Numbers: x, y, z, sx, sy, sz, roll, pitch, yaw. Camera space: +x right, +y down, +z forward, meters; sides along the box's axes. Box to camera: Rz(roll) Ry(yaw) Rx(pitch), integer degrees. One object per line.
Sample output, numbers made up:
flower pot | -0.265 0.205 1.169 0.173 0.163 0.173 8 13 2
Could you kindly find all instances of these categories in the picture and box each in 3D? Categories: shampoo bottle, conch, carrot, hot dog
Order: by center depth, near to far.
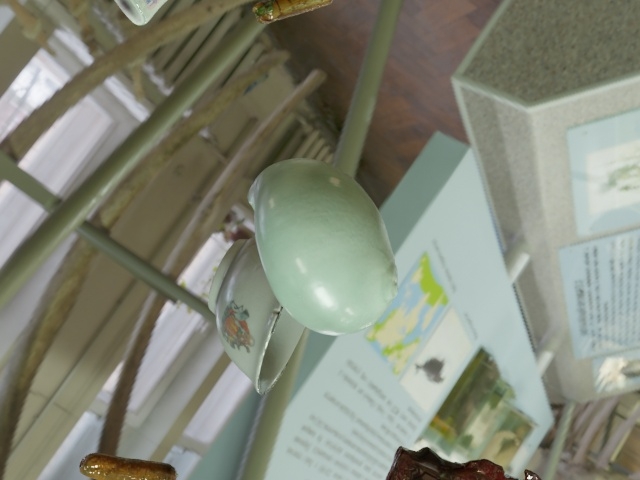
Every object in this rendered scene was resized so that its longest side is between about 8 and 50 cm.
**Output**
conch | 0.005 -0.001 0.821 0.221 0.121 0.185 -109 -6 -47
hot dog | -0.035 -0.311 1.067 0.049 0.122 0.037 4 114 61
shampoo bottle | -0.231 -0.347 1.101 0.043 0.099 0.072 1 136 48
carrot | -0.362 0.438 1.539 0.186 0.060 0.060 10 172 -5

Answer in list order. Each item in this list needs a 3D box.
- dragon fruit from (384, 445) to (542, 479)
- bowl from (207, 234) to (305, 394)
dragon fruit | 0.165 0.425 0.947 0.286 0.329 0.228 16 164 1
bowl | -0.102 0.090 1.478 0.157 0.345 0.345 24 169 9
